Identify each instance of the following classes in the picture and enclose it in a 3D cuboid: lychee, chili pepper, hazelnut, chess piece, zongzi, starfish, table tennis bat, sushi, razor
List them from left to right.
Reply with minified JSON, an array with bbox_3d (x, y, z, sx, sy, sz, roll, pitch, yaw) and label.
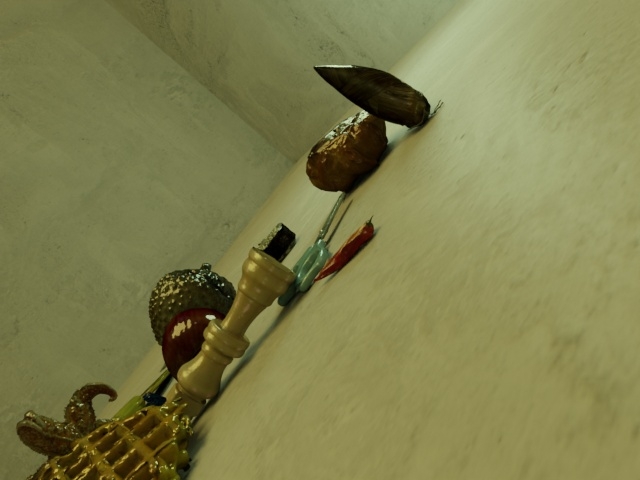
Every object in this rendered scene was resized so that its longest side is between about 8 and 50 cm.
[{"bbox_3d":[-0.530,0.471,1.133,0.113,0.304,0.312,-9,12,35],"label":"starfish"},{"bbox_3d":[-0.506,0.555,1.359,0.056,0.093,0.324,26,77,42],"label":"razor"},{"bbox_3d":[-0.582,0.519,1.702,0.224,0.054,0.369,-45,2,9],"label":"table tennis bat"},{"bbox_3d":[-0.369,0.197,1.505,0.255,0.255,0.275,-24,49,66],"label":"lychee"},{"bbox_3d":[-0.317,0.271,1.330,0.170,0.160,0.202,-45,-36,-55],"label":"hazelnut"},{"bbox_3d":[-0.202,0.208,1.095,0.397,0.117,0.117,-57,11,0],"label":"chess piece"},{"bbox_3d":[-0.140,0.023,1.584,0.150,0.078,0.090,-50,17,-4],"label":"sushi"},{"bbox_3d":[0.046,0.023,0.970,0.178,0.027,0.045,-47,7,16],"label":"chili pepper"},{"bbox_3d":[0.128,-0.353,1.260,0.248,0.240,0.111,52,130,50],"label":"zongzi"}]

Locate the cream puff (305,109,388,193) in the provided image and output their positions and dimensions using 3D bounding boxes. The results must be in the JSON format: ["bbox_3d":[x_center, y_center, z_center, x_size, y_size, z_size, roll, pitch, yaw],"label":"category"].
[{"bbox_3d":[0.072,-0.244,1.424,0.269,0.155,0.241,-44,13,22],"label":"cream puff"}]

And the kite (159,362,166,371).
[{"bbox_3d":[-0.599,0.444,2.185,0.141,0.015,0.245,-39,16,35],"label":"kite"}]

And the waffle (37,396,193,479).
[{"bbox_3d":[-0.390,0.442,0.901,0.382,0.095,0.380,-27,21,8],"label":"waffle"}]

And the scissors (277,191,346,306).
[{"bbox_3d":[0.001,0.001,1.212,0.191,0.029,0.360,-40,15,48],"label":"scissors"}]
